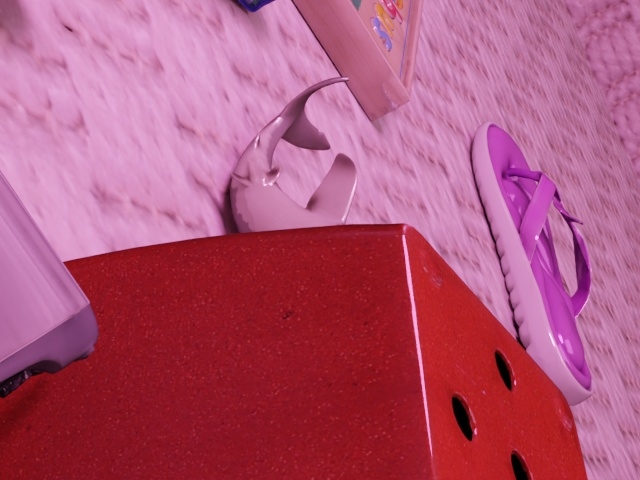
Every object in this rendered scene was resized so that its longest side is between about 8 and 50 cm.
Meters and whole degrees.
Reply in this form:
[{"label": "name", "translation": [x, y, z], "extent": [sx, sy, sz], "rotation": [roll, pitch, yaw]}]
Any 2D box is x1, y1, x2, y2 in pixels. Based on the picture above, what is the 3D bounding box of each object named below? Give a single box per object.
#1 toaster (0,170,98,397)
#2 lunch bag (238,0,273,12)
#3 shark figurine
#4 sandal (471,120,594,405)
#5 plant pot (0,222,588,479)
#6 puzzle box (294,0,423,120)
[{"label": "toaster", "translation": [-0.184, 0.019, 0.452], "extent": [0.146, 0.129, 0.227], "rotation": [60, 33, -4]}, {"label": "lunch bag", "translation": [-0.071, -0.295, 1.110], "extent": [0.151, 0.096, 0.128], "rotation": [46, 27, -60]}, {"label": "shark figurine", "translation": [-0.023, -0.009, 0.954], "extent": [0.278, 0.166, 0.116], "rotation": [-116, -167, -52]}, {"label": "sandal", "translation": [0.289, 0.015, 1.584], "extent": [0.169, 0.102, 0.416], "rotation": [40, 32, -47]}, {"label": "plant pot", "translation": [-0.009, 0.145, 0.589], "extent": [0.267, 0.236, 0.267], "rotation": [46, 28, -40]}, {"label": "puzzle box", "translation": [0.028, -0.338, 1.441], "extent": [0.272, 0.052, 0.409], "rotation": [55, 23, -24]}]
